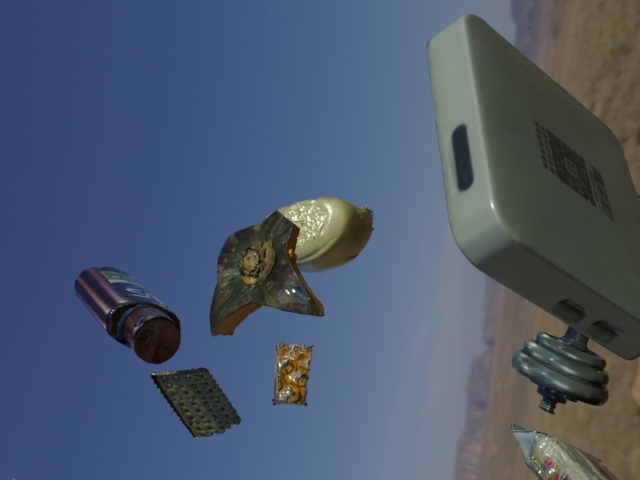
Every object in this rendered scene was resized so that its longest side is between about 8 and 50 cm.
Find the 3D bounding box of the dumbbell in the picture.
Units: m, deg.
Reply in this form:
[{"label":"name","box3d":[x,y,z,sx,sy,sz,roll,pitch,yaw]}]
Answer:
[{"label":"dumbbell","box3d":[0.468,0.109,1.517,0.179,0.179,0.406,7,-74,-78]}]

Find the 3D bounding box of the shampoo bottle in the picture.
[{"label":"shampoo bottle","box3d":[-0.306,0.115,1.416,0.323,0.129,0.084,22,91,63]}]

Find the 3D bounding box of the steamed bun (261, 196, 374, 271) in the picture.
[{"label":"steamed bun","box3d":[0.000,0.000,2.230,0.232,0.273,0.166,34,-134,-61]}]

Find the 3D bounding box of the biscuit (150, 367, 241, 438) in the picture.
[{"label":"biscuit","box3d":[-0.237,0.323,1.738,0.016,0.144,0.203,-72,-36,-46]}]

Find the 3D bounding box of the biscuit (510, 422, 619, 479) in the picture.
[{"label":"biscuit","box3d":[0.426,0.400,1.397,0.079,0.186,0.309,-57,15,8]}]

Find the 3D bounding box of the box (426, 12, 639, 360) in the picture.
[{"label":"box","box3d":[0.284,-0.064,1.098,0.373,0.090,0.367,30,-136,-33]}]

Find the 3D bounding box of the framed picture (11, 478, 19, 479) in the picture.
[{"label":"framed picture","box3d":[-0.424,0.560,1.577,0.022,0.335,0.247,-88,23,-58]}]

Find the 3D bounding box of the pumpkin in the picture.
[{"label":"pumpkin","box3d":[-0.119,0.067,1.864,0.095,0.290,0.258,33,-131,-42]}]

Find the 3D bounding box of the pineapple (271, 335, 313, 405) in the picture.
[{"label":"pineapple","box3d":[-0.053,0.255,1.713,0.233,0.079,0.135,111,160,-76]}]
